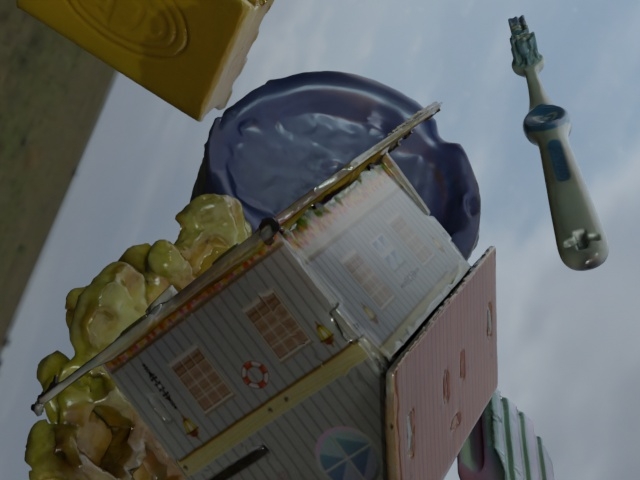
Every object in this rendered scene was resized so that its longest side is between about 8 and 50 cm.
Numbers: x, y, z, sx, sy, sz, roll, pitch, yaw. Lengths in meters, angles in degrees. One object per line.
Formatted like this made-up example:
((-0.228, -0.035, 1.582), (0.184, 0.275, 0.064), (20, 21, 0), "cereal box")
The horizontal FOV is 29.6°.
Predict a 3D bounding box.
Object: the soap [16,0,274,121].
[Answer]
((-0.241, -0.328, 1.635), (0.204, 0.324, 0.096), (-63, 170, 29), "soap")

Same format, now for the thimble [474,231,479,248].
((0.150, -0.020, 1.605), (0.135, 0.118, 0.090), (-34, -131, 53), "thimble")

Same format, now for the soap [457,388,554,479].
((0.186, 0.228, 1.208), (0.056, 0.100, 0.149), (-42, -158, 26), "soap")

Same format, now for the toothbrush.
((0.169, -0.079, 0.895), (0.040, 0.040, 0.386), (-60, -166, 29), "toothbrush")

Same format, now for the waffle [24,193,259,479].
((-0.067, 0.133, 0.795), (0.068, 0.302, 0.325), (-6, -87, 40), "waffle")

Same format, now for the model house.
((0.007, 0.053, 0.540), (0.207, 0.136, 0.219), (-37, 179, 26), "model house")

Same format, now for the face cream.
((0.000, 0.000, 1.090), (0.225, 0.249, 0.249), (118, -10, -57), "face cream")
